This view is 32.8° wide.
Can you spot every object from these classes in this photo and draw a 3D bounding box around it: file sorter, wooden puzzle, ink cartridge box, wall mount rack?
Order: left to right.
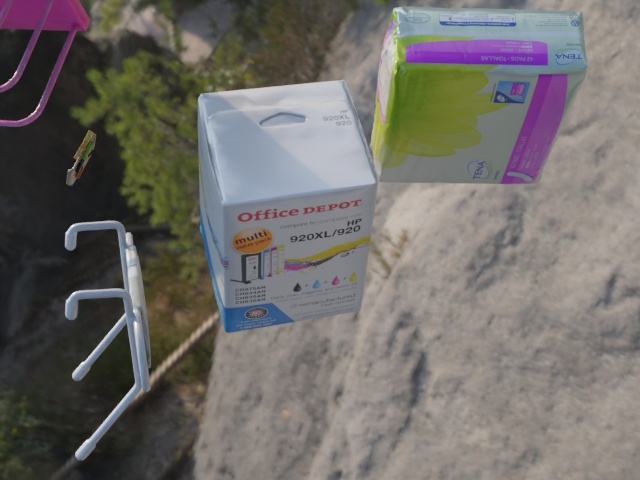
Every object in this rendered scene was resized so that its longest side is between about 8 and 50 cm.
[{"bbox_3d":[-0.444,-0.290,1.288,0.202,0.290,0.182,6,62,16],"label":"file sorter"},{"bbox_3d":[-0.358,-0.121,1.634,0.078,0.014,0.116,-62,6,-14],"label":"wooden puzzle"},{"bbox_3d":[-0.333,0.150,1.687,0.350,0.131,0.304,-112,19,-57],"label":"wall mount rack"},{"bbox_3d":[-0.043,-0.038,1.235,0.171,0.232,0.168,-8,52,-11],"label":"ink cartridge box"}]

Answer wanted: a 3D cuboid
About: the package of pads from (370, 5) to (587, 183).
[{"bbox_3d":[0.181,-0.168,1.343,0.229,0.296,0.101,1,65,0],"label":"package of pads"}]
